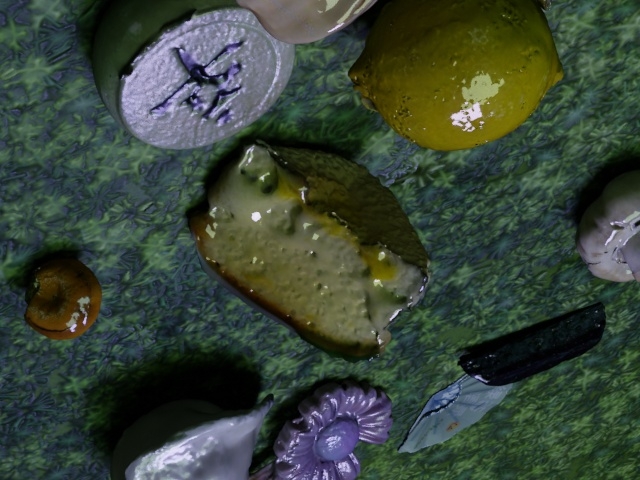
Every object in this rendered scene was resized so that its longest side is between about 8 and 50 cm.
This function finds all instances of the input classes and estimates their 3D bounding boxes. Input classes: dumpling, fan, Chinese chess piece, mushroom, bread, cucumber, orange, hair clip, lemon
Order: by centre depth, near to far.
[{"bbox_3d":[-0.115,-0.168,1.565,0.188,0.083,0.188,-18,142,-15],"label":"Chinese chess piece"},{"bbox_3d":[0.129,-0.173,1.644,0.206,0.173,0.173,-14,146,8],"label":"lemon"},{"bbox_3d":[-0.263,0.061,1.769,0.086,0.086,0.062,-34,168,10],"label":"orange"},{"bbox_3d":[-0.003,-0.007,1.809,0.174,0.251,0.133,-58,178,34],"label":"bread"},{"bbox_3d":[-0.146,0.257,2.057,0.227,0.243,0.175,-44,105,-6],"label":"dumpling"},{"bbox_3d":[0.379,-0.012,2.057,0.154,0.122,0.154,-12,143,-9],"label":"mushroom"},{"bbox_3d":[-0.038,0.292,2.216,0.300,0.069,0.173,-37,144,13],"label":"hair clip"},{"bbox_3d":[0.282,0.151,2.265,0.220,0.046,0.070,-19,148,-15],"label":"cucumber"},{"bbox_3d":[0.197,0.220,2.333,0.131,0.009,0.240,12,129,-45],"label":"fan"}]

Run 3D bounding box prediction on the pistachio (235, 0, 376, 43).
[{"bbox_3d":[0.017,-0.275,1.456,0.229,0.157,0.157,-50,141,10],"label":"pistachio"}]
